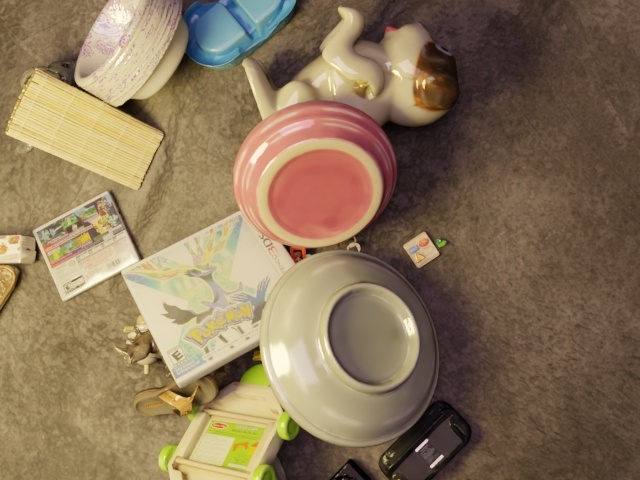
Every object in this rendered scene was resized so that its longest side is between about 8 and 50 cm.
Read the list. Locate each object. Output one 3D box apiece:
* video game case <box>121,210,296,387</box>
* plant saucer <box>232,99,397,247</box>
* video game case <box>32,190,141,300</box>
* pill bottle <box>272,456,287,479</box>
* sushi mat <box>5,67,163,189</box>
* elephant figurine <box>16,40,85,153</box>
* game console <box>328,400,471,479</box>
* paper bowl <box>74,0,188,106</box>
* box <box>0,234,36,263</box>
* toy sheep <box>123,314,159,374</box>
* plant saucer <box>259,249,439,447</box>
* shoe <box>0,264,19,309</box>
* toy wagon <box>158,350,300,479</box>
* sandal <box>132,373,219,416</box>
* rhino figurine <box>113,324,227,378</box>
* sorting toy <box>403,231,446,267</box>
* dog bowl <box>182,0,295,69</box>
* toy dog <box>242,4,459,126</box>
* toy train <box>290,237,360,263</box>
[{"bbox_3d":[-0.209,0.103,1.546,0.328,0.036,0.300,-28,60,-12],"label":"video game case"},{"bbox_3d":[-0.005,-0.110,1.466,0.332,0.332,0.084,-21,37,4],"label":"plant saucer"},{"bbox_3d":[-0.532,0.013,1.690,0.201,0.023,0.184,-27,80,4],"label":"video game case"},{"bbox_3d":[-0.184,0.517,1.534,0.214,0.117,0.117,-27,80,3],"label":"pill bottle"},{"bbox_3d":[-0.504,-0.235,1.611,0.019,0.316,0.152,20,86,53],"label":"sushi mat"},{"bbox_3d":[-0.595,-0.336,1.694,0.169,0.185,0.240,-38,63,44],"label":"elephant figurine"},{"bbox_3d":[0.170,0.498,1.535,0.361,0.044,0.213,-45,82,0],"label":"game console"},{"bbox_3d":[-0.394,-0.422,1.599,0.148,0.284,0.284,30,86,-34],"label":"paper bowl"},{"bbox_3d":[-0.812,0.027,1.690,0.323,0.067,0.063,-2,83,9],"label":"box"},{"bbox_3d":[-0.382,0.225,1.612,0.091,0.091,0.132,-5,78,6],"label":"toy sheep"},{"bbox_3d":[0.082,0.197,1.454,0.400,0.100,0.401,9,68,-24],"label":"plant saucer"},{"bbox_3d":[-0.760,0.145,1.687,0.076,0.058,0.219,40,93,-11],"label":"shoe"},{"bbox_3d":[-0.167,0.382,1.518,0.267,0.068,0.344,0,46,34],"label":"toy wagon"},{"bbox_3d":[-0.304,0.331,1.536,0.219,0.060,0.090,-18,121,20],"label":"sandal"},{"bbox_3d":[-0.313,0.228,1.554,0.243,0.073,0.106,7,50,-26],"label":"rhino figurine"},{"bbox_3d":[0.229,0.013,1.604,0.083,0.012,0.062,-34,80,2],"label":"sorting toy"},{"bbox_3d":[-0.182,-0.507,1.691,0.297,0.074,0.166,-39,80,0],"label":"dog bowl"},{"bbox_3d":[0.086,-0.296,1.533,0.407,0.284,0.396,-21,94,4],"label":"toy dog"},{"bbox_3d":[0.000,0.000,1.620,0.166,0.046,0.125,-10,97,0],"label":"toy train"}]
